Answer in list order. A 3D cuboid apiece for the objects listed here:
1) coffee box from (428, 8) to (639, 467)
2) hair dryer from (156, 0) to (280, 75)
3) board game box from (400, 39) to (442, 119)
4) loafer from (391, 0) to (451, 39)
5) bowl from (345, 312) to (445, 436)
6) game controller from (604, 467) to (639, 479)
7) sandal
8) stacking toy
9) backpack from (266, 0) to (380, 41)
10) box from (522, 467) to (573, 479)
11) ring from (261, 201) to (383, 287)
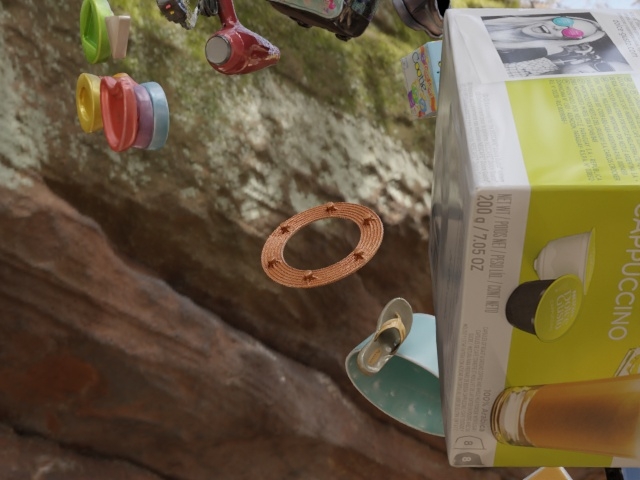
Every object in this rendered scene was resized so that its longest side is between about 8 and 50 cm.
[{"bbox_3d":[0.291,-0.010,0.889,0.334,0.338,0.338,0,-53,3],"label":"coffee box"},{"bbox_3d":[-0.152,-0.389,1.503,0.080,0.224,0.293,-6,-34,29],"label":"hair dryer"},{"bbox_3d":[0.335,-0.360,1.903,0.275,0.144,0.142,-12,1,-19],"label":"board game box"},{"bbox_3d":[0.251,-0.513,1.941,0.095,0.109,0.302,-28,-3,26],"label":"loafer"},{"bbox_3d":[0.228,0.278,1.951,0.163,0.311,0.311,-55,-12,-29],"label":"bowl"},{"bbox_3d":[0.574,0.401,1.518,0.067,0.319,0.166,-29,22,-38],"label":"game controller"},{"bbox_3d":[0.136,0.193,1.764,0.180,0.072,0.049,-54,6,-26],"label":"sandal"},{"bbox_3d":[-0.370,-0.324,1.715,0.130,0.309,0.280,-7,-65,-30],"label":"stacking toy"},{"bbox_3d":[0.015,-0.497,1.477,0.191,0.225,0.253,26,-89,-54],"label":"backpack"},{"bbox_3d":[0.252,0.489,1.219,0.345,0.215,0.168,-37,-20,4],"label":"box"},{"bbox_3d":[0.000,0.000,2.324,0.336,0.337,0.032,-20,-53,2],"label":"ring"}]
